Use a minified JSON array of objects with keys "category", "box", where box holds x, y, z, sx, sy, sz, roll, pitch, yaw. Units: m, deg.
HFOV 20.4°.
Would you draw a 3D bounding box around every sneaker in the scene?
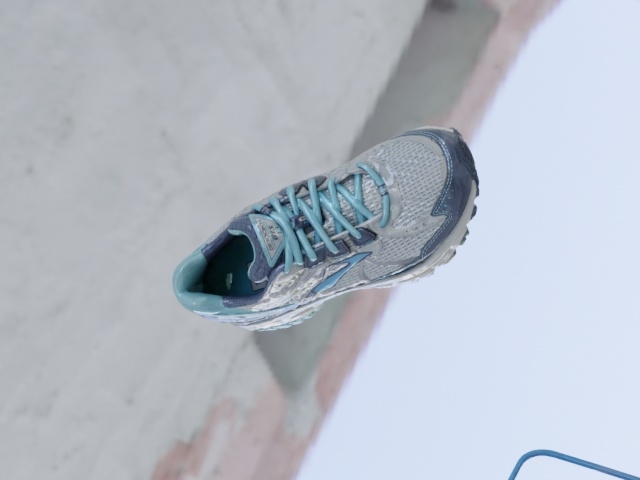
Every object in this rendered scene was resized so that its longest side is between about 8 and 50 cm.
[{"category":"sneaker","box":[0.000,0.000,1.404,0.122,0.283,0.110,1,-118,-52]}]

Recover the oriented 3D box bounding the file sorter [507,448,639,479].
[{"category":"file sorter","box":[0.155,0.234,1.126,0.118,0.104,0.170,-53,-28,-45]}]
